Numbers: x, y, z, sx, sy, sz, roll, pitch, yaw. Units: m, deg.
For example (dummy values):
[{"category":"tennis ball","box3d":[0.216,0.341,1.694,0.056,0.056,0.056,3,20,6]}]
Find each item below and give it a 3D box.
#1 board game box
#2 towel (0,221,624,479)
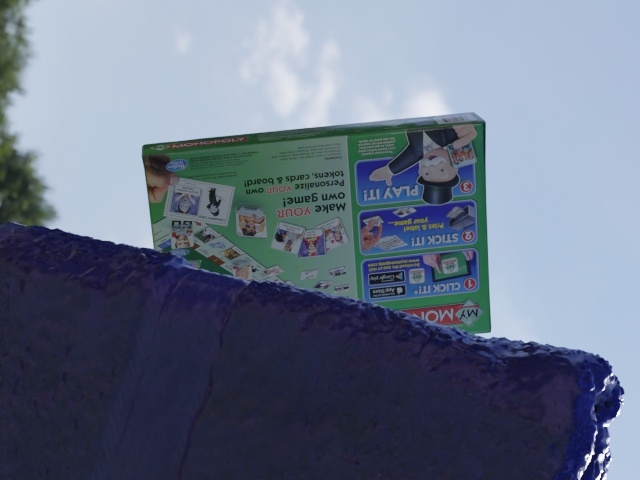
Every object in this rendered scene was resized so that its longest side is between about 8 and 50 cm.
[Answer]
[{"category":"board game box","box3d":[0.000,0.000,1.304,0.046,0.318,0.213,-111,-164,-70]},{"category":"towel","box3d":[-0.044,0.125,0.553,0.308,0.076,0.227,11,-99,33]}]
